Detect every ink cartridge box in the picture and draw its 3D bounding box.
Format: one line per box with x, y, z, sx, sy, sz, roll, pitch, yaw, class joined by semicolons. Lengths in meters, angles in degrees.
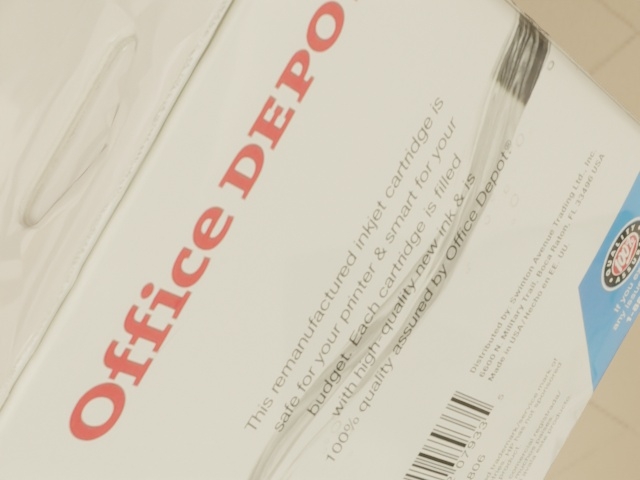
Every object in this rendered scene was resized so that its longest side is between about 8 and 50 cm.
0.000;0.000;0.637;0.395;0.166;0.285;28;93;-48;ink cartridge box
